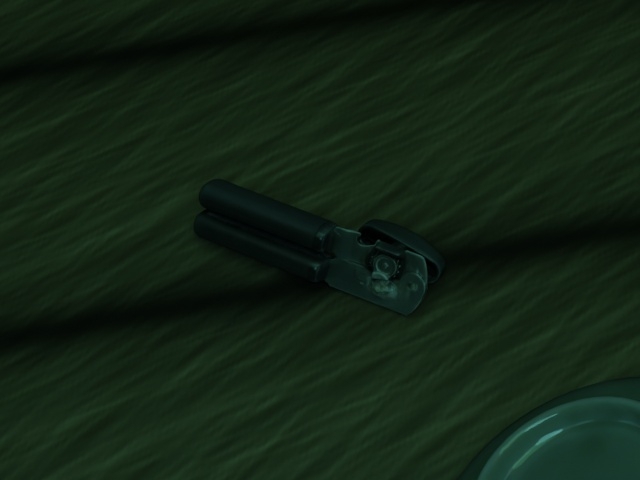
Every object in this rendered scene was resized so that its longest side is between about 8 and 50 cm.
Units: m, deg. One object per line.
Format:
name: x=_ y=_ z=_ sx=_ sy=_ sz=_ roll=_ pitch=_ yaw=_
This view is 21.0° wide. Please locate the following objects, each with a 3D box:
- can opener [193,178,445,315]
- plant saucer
can opener: x=0.000 y=0.000 z=1.930 sx=0.283 sy=0.076 sz=0.095 roll=21 pitch=28 yaw=18
plant saucer: x=0.253 y=0.254 z=1.599 sx=0.400 sy=0.100 sz=0.400 roll=-22 pitch=34 yaw=16
